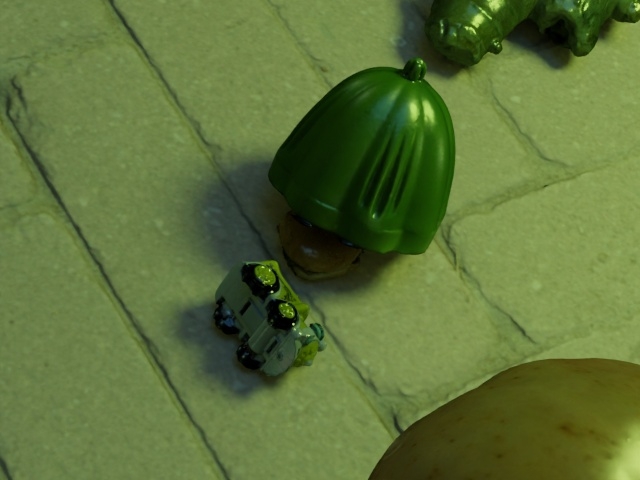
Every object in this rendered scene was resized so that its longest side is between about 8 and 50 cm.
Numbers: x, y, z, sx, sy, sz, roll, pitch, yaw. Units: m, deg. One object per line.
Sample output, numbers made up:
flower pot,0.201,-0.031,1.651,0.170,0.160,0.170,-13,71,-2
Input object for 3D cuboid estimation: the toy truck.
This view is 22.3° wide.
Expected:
toy truck,-0.040,0.072,1.494,0.077,0.076,0.111,-10,57,-48

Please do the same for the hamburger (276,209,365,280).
hamburger,0.000,0.000,1.572,0.083,0.044,0.076,-16,58,-25

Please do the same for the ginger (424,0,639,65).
ginger,0.241,-0.264,1.823,0.290,0.089,0.137,-6,76,-27

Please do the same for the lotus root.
lotus root,0.061,-0.100,1.552,0.186,0.186,0.186,9,53,-12

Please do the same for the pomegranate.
pomegranate,0.207,0.273,1.216,0.411,0.411,0.411,9,53,-12
